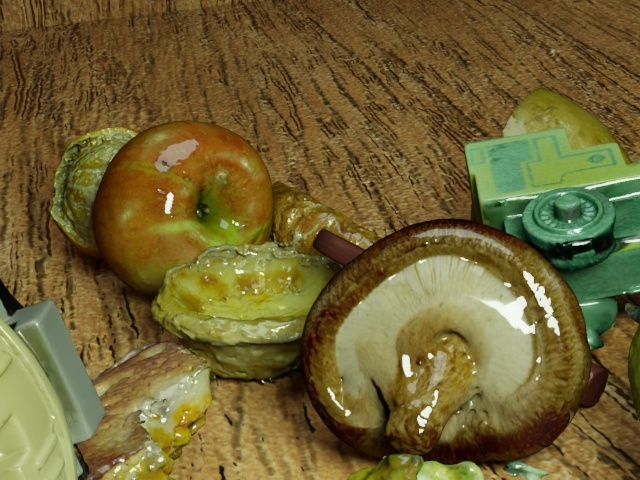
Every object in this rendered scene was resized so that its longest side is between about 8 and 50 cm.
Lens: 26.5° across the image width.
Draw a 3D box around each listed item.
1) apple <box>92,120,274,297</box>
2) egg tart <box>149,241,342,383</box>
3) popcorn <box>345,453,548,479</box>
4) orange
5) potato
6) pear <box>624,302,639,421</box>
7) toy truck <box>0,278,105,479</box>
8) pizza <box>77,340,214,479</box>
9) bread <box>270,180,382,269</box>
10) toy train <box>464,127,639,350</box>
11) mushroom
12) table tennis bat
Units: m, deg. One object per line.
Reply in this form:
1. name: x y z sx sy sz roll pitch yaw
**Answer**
1. apple: -0.151 -0.030 1.459 0.196 0.196 0.196 -4 21 1
2. egg tart: -0.061 0.072 1.308 0.212 0.090 0.212 -4 22 2
3. popcorn: 0.079 0.204 0.808 0.198 0.212 0.198 -3 54 5
4. orange: -0.251 -0.056 1.587 0.134 0.157 0.156 6 22 1
5. potato: 0.277 -0.059 1.496 0.158 0.178 0.203 19 30 21
6. pear: 0.359 0.089 0.926 0.287 0.287 0.375 -20 22 -34
7. toy truck: -0.350 0.165 0.875 0.405 0.181 0.254 -19 13 8
8. pizza: -0.161 0.174 1.069 0.161 0.086 0.305 -17 19 18
9. bread: 0.000 0.000 1.483 0.233 0.076 0.105 28 -6 45
10. toy train: 0.326 -0.027 1.295 0.369 0.150 0.237 -9 32 6
11. mushroom: 0.103 0.086 1.103 0.231 0.194 0.138 7 -13 11
12. table tennis bat: 0.124 0.063 1.252 0.310 0.038 0.200 30 2 31
